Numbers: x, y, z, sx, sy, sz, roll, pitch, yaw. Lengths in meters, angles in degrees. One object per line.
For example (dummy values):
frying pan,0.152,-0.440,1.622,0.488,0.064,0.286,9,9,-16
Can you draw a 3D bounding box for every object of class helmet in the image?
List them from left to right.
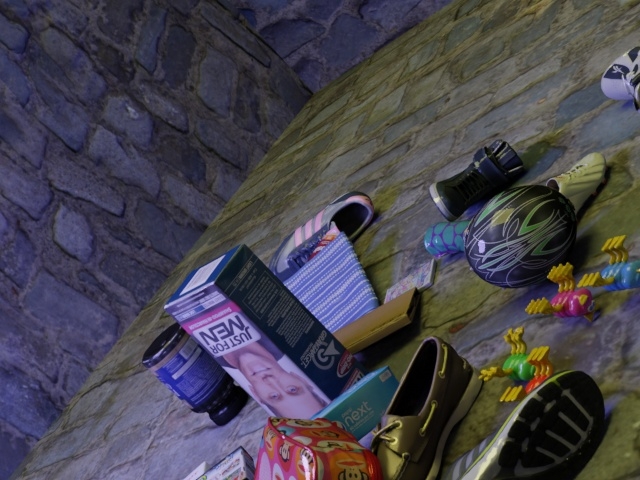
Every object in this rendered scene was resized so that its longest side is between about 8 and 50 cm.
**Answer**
helmet,0.313,-0.004,1.712,0.169,0.169,0.161,-31,3,40

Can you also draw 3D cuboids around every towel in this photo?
towel,-0.006,0.133,2.268,0.243,0.040,0.336,-40,29,10

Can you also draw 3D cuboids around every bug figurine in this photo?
bug figurine,0.333,0.125,1.483,0.279,0.072,0.216,-53,10,-14

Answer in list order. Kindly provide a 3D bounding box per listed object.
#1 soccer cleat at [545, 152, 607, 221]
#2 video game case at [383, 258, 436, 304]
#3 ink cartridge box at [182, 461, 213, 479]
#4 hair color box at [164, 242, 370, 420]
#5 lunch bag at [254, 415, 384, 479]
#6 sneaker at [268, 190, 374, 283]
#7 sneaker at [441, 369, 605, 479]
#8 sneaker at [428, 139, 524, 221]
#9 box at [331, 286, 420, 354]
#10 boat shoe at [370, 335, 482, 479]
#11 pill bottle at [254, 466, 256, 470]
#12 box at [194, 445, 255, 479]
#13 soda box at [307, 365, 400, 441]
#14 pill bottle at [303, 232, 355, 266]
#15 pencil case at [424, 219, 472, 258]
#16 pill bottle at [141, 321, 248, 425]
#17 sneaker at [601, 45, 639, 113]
soccer cleat,0.420,-0.091,1.832,0.196,0.076,0.068,-52,17,-30
video game case,0.172,0.090,2.115,0.122,0.011,0.087,-36,17,27
ink cartridge box,-0.227,0.503,1.880,0.154,0.093,0.212,-41,14,10
hair color box,-0.085,0.181,1.883,0.174,0.347,0.105,-27,22,48
lunch bag,-0.017,0.384,1.475,0.293,0.120,0.258,-167,84,-72
sneaker,0.000,0.000,2.617,0.319,0.112,0.131,-46,12,-4
sneaker,0.220,0.269,1.327,0.300,0.111,0.121,-44,11,-8
sneaker,0.306,-0.121,2.126,0.163,0.086,0.226,-36,0,25
box,0.089,0.162,2.014,0.201,0.021,0.164,-31,7,18
boat shoe,0.125,0.277,1.561,0.116,0.097,0.324,-23,25,51
pill bottle,-0.067,0.408,1.745,0.078,0.078,0.137,-45,14,-6
box,-0.195,0.427,1.762,0.207,0.036,0.114,-37,17,3
soda box,0.036,0.284,1.713,0.210,0.067,0.071,-33,0,-29
pill bottle,0.012,0.060,2.472,0.086,0.086,0.152,-27,23,47
pencil case,0.257,-0.002,2.040,0.151,0.064,0.070,173,102,-65
pill bottle,-0.261,0.286,2.310,0.123,0.219,0.123,-40,15,13
sneaker,0.559,-0.268,1.911,0.153,0.094,0.235,-42,22,-30
